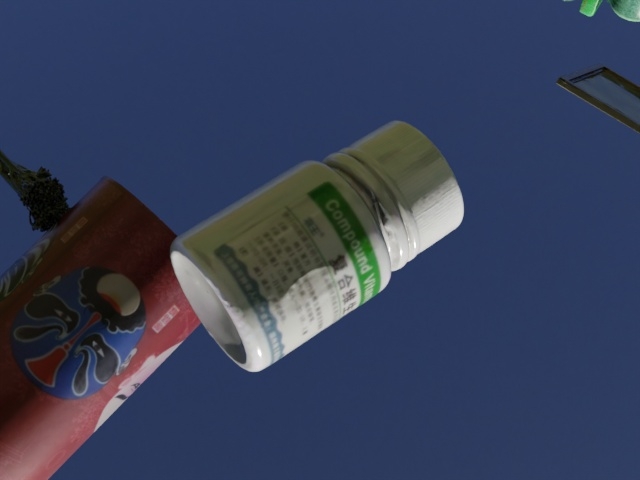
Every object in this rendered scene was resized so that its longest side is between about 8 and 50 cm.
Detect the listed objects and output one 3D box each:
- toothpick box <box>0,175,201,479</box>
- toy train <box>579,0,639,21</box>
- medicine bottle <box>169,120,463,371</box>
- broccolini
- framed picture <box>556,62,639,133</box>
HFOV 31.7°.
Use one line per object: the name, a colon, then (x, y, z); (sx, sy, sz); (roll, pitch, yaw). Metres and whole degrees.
toothpick box: (-0.291, 0.112, 1.270); (0.204, 0.204, 0.333); (37, -102, 32)
toy train: (0.233, -0.253, 0.824); (0.119, 0.251, 0.085); (28, -113, 13)
medicine bottle: (0.000, 0.000, 0.984); (0.237, 0.139, 0.139); (-32, -128, -20)
broccolini: (-0.362, -0.092, 1.362); (0.058, 0.074, 0.201); (-23, -126, -25)
framed picture: (0.328, -0.141, 1.175); (0.136, 0.010, 0.201); (35, -155, 14)
